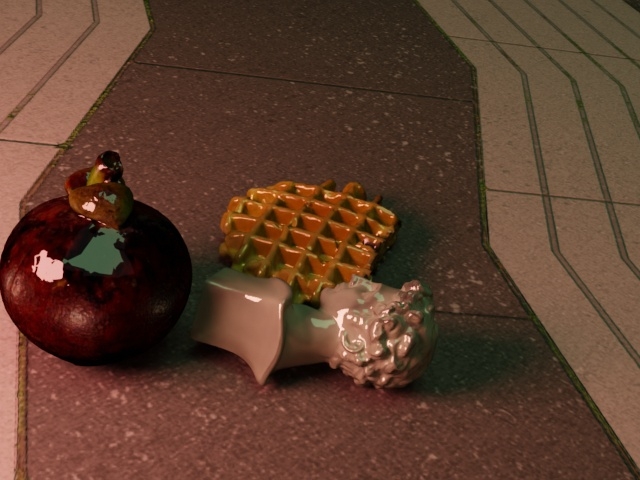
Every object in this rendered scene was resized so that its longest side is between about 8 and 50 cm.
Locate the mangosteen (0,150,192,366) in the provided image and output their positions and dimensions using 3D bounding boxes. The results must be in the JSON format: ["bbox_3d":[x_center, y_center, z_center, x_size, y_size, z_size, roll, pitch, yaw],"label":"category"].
[{"bbox_3d":[-0.244,0.028,1.010,0.216,0.216,0.216,7,34,-5],"label":"mangosteen"}]

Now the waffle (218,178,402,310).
[{"bbox_3d":[0.000,-0.001,1.249,0.283,0.065,0.309,-8,40,-25],"label":"waffle"}]

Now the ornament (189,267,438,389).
[{"bbox_3d":[-0.007,0.105,1.052,0.285,0.130,0.120,2,18,1],"label":"ornament"}]
